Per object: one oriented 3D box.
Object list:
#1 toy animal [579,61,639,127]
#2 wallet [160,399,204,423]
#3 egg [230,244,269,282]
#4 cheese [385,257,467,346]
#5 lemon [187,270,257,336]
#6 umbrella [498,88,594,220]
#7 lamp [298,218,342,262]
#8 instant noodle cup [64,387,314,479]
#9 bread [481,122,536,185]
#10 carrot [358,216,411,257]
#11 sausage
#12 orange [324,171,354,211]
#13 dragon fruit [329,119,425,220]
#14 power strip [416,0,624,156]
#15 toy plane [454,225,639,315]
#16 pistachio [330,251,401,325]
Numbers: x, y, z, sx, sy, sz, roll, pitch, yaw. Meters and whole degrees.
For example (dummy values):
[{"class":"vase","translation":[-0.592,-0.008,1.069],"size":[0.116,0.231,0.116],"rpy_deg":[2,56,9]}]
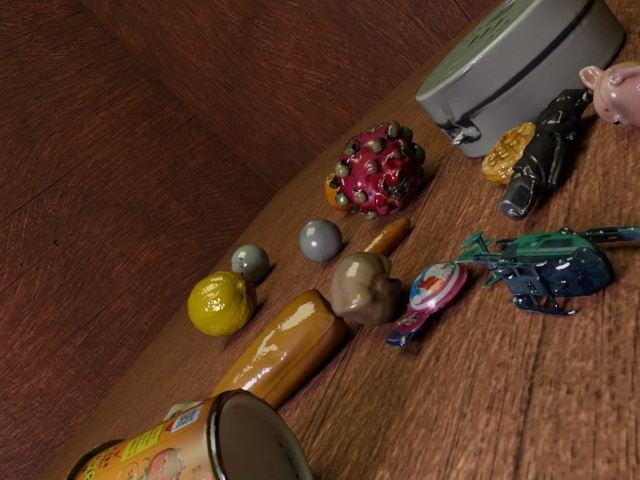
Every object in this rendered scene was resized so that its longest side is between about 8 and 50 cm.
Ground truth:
[{"class":"toy animal","translation":[0.365,-0.168,0.547],"size":[0.089,0.084,0.150],"rpy_deg":[-37,19,-25]},{"class":"wallet","translation":[-0.302,0.392,1.067],"size":[0.155,0.039,0.110],"rpy_deg":[-30,17,53]},{"class":"egg","translation":[-0.232,0.084,1.682],"size":[0.131,0.131,0.164],"rpy_deg":[-50,-11,-19]},{"class":"cheese","translation":[0.133,0.074,0.625],"size":[0.145,0.038,0.095],"rpy_deg":[-49,12,-20]},{"class":"lemon","translation":[-0.265,0.170,1.368],"size":[0.193,0.180,0.180],"rpy_deg":[-45,12,7]},{"class":"umbrella","translation":[0.293,-0.112,0.660],"size":[0.236,0.059,0.066],"rpy_deg":[-54,-9,-26]},{"class":"lamp","translation":[0.000,0.000,1.181],"size":[0.105,0.105,0.105],"rpy_deg":[-43,12,12]},{"class":"instant noodle cup","translation":[-0.115,0.261,0.494],"size":[0.172,0.216,0.216],"rpy_deg":[-34,14,11]},{"class":"bread","translation":[0.291,-0.130,0.752],"size":[0.111,0.044,0.083],"rpy_deg":[-51,16,-17]},{"class":"carrot","translation":[0.111,0.006,0.912],"size":[0.139,0.048,0.048],"rpy_deg":[-46,12,-4]},{"class":"sausage","translation":[-0.092,0.213,0.784],"size":[0.328,0.112,0.112],"rpy_deg":[-45,12,5]},{"class":"orange","translation":[0.072,-0.147,1.391],"size":[0.135,0.117,0.136],"rpy_deg":[-37,18,14]},{"class":"dragon fruit","translation":[0.134,-0.159,1.086],"size":[0.198,0.219,0.273],"rpy_deg":[16,43,24]},{"class":"power strip","translation":[0.339,-0.316,0.917],"size":[0.357,0.161,0.357],"rpy_deg":[-44,12,12]},{"class":"toy plane","translation":[0.209,0.018,0.508],"size":[0.096,0.060,0.235],"rpy_deg":[-41,13,-18]},{"class":"pistachio","translation":[0.062,0.070,0.731],"size":[0.113,0.113,0.149],"rpy_deg":[-47,3,-7]}]
